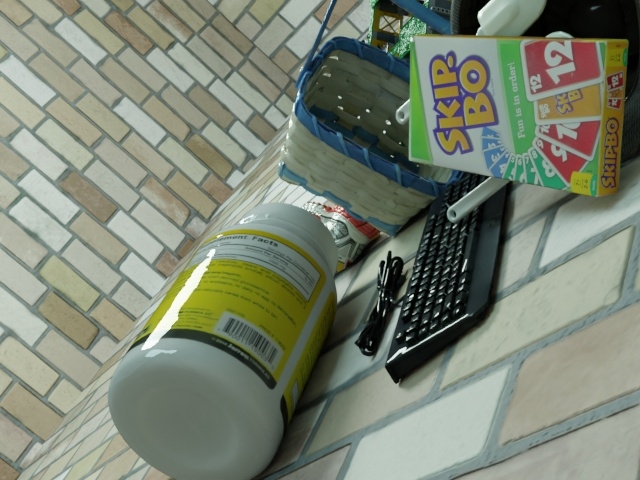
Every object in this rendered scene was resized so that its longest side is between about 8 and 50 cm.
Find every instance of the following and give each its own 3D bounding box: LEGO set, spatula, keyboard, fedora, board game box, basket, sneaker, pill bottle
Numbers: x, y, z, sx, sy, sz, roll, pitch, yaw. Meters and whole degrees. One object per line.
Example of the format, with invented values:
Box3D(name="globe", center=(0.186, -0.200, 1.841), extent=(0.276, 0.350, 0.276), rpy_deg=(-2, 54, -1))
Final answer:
Box3D(name="LEGO set", center=(0.195, -0.309, 1.316), extent=(0.331, 0.192, 0.255), rpy_deg=(134, 143, -65))
Box3D(name="spatula", center=(0.160, -0.120, 0.893), extent=(0.019, 0.168, 0.242), rpy_deg=(-16, -16, -36))
Box3D(name="keyboard", center=(0.108, 0.031, 0.976), extent=(0.201, 0.033, 0.317), rpy_deg=(-42, 12, 31))
Box3D(name="fedora", center=(0.246, -0.197, 0.872), extent=(0.124, 0.244, 0.275), rpy_deg=(-18, 13, -29))
Box3D(name="board game box", center=(0.158, -0.120, 0.855), extent=(0.039, 0.124, 0.259), rpy_deg=(-9, 16, -31))
Box3D(name="basket", center=(0.083, -0.164, 1.161), extent=(0.289, 0.254, 0.201), rpy_deg=(-50, 13, 50))
Box3D(name="sneaker", center=(0.000, 0.000, 1.351), extent=(0.093, 0.088, 0.225), rpy_deg=(-52, 11, -12))
Box3D(name="pill bottle", center=(-0.089, 0.100, 1.089), extent=(0.188, 0.188, 0.334), rpy_deg=(-41, 13, 35))
